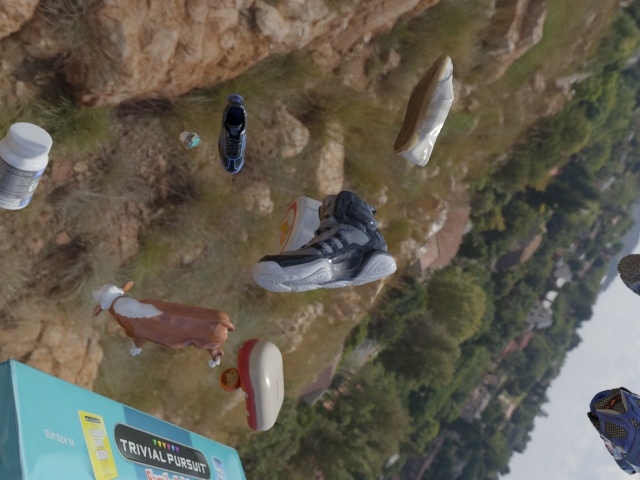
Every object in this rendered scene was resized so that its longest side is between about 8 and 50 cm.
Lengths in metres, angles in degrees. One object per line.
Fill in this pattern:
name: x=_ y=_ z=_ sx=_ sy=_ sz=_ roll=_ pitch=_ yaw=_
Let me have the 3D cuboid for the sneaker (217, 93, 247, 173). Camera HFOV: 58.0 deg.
sneaker: x=-0.250 y=-0.292 z=1.633 sx=0.081 sy=0.090 sz=0.233 roll=0 pitch=117 yaw=-10

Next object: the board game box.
board game box: x=-0.227 y=0.224 z=0.445 sx=0.253 sy=0.079 sz=0.336 roll=-27 pitch=148 yaw=1

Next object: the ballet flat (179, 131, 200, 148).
ballet flat: x=-0.302 y=-0.232 z=1.321 sx=0.041 sy=0.041 sz=0.114 roll=-62 pitch=-169 yaw=7

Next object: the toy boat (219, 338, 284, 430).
toy boat: x=-0.178 y=0.350 z=1.430 sx=0.151 sy=0.151 sz=0.231 roll=-65 pitch=158 yaw=-59

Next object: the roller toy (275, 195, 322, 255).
roller toy: x=-0.035 y=-0.009 z=1.492 sx=0.191 sy=0.146 sz=0.210 roll=-104 pitch=-145 yaw=-64

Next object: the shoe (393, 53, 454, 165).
shoe: x=0.188 y=-0.227 z=1.003 sx=0.076 sy=0.058 sz=0.219 roll=-23 pitch=-139 yaw=65

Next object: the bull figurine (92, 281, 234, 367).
bull figurine: x=-0.341 y=0.184 z=1.245 sx=0.188 sy=0.310 sz=0.101 roll=104 pitch=-1 yaw=-54

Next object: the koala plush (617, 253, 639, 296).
koala plush: x=0.622 y=0.029 z=0.867 sx=0.196 sy=0.203 sz=0.221 roll=-39 pitch=167 yaw=-20

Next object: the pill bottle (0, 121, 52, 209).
pill bottle: x=-0.503 y=-0.124 z=0.961 sx=0.137 sy=0.078 sz=0.078 roll=-49 pitch=162 yaw=30

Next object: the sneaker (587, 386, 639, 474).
sneaker: x=0.352 y=0.208 z=0.659 sx=0.083 sy=0.087 sz=0.221 roll=-42 pitch=152 yaw=0

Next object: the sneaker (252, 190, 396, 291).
sneaker: x=0.000 y=0.000 z=0.961 sx=0.268 sy=0.153 sz=0.101 roll=-2 pitch=164 yaw=-34
